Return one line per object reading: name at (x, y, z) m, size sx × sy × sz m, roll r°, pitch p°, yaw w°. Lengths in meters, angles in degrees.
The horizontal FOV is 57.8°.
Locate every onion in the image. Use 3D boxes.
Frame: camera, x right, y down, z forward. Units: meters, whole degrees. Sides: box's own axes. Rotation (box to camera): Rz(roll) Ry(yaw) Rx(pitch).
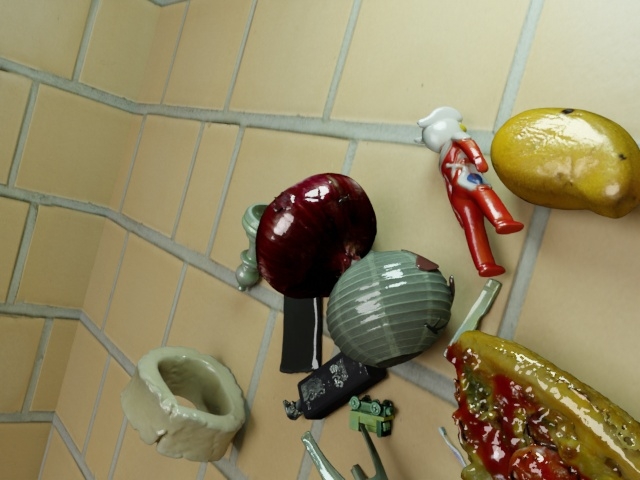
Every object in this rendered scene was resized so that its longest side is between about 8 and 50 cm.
onion at (0.000, 0.000, 1.284) m, size 0.232 × 0.314 × 0.314 m, roll 42°, pitch 111°, yaw 40°

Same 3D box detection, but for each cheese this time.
cheese at (-0.374, 0.452, 1.602) m, size 0.332 × 0.292 × 0.153 m, roll 42°, pitch 111°, yaw 40°

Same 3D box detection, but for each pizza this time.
pizza at (0.322, 0.387, 0.908) m, size 0.440 × 0.130 × 0.406 m, roll 38°, pitch 122°, yaw 46°

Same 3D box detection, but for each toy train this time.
toy train at (0.108, 0.378, 1.255) m, size 0.122 × 0.050 × 0.081 m, roll -3°, pitch 82°, yaw 48°

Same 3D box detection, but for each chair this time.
chair at (0.095, 0.513, 1.132) m, size 0.275 × 0.190 × 0.203 m, roll 48°, pitch 139°, yaw 49°

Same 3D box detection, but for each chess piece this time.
chess piece at (-0.183, 0.039, 1.646) m, size 0.139 × 0.139 × 0.272 m, roll 54°, pitch 131°, yaw 42°

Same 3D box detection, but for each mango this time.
mango at (0.421, -0.133, 0.986) m, size 0.295 × 0.120 × 0.177 m, roll 37°, pitch 100°, yaw 46°

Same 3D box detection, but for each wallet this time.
wallet at (-0.051, 0.200, 1.502) m, size 0.146 × 0.030 × 0.285 m, roll -13°, pitch 71°, yaw 43°

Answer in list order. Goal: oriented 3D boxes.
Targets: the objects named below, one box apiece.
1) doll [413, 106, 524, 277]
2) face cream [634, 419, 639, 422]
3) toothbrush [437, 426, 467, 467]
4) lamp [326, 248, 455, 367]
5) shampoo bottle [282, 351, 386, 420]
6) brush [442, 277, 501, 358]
doll at (0.280, -0.121, 1.131) m, size 0.188 × 0.099 × 0.384 m, roll 92°, pitch 166°, yaw -53°
face cream at (0.447, 0.303, 0.881) m, size 0.198 × 0.057 × 0.084 m, roll 25°, pitch 100°, yaw 51°
toothbrush at (0.261, 0.410, 1.098) m, size 0.131 × 0.013 × 0.011 m, roll 58°, pitch 133°, yaw 39°
lamp at (0.135, 0.128, 1.154) m, size 0.265 × 0.233 × 0.233 m, roll -36°, pitch 54°, yaw 47°
shampoo bottle at (0.021, 0.343, 1.350) m, size 0.309 × 0.071 × 0.098 m, roll -44°, pitch 53°, yaw 35°
brush at (0.297, 0.156, 1.119) m, size 0.178 × 0.030 × 0.033 m, roll -60°, pitch 35°, yaw 4°
